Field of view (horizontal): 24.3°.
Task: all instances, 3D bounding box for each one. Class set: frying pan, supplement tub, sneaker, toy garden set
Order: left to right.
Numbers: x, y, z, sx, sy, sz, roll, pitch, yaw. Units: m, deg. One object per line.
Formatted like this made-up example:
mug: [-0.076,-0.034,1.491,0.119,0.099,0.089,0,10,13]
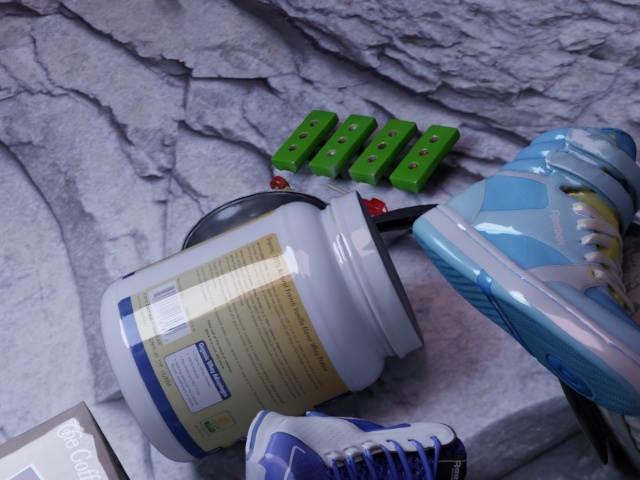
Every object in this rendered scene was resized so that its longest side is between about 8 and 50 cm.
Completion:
supplement tub: [-0.064,0.093,1.675,0.316,0.228,0.228,-23,38,6]
frying pan: [-0.015,0.018,1.836,0.197,0.326,0.053,-56,38,41]
toy garden set: [0.037,-0.079,1.961,0.244,0.049,0.204,12,51,38]
sneaker: [0.045,0.225,1.459,0.182,0.127,0.315,-1,0,16]
sneaker: [0.237,0.003,1.294,0.208,0.127,0.319,-40,41,-6]

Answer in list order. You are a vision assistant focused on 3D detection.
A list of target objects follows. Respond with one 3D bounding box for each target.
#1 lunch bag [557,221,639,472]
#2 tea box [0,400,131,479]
lunch bag: [0.315,0.118,1.410,0.169,0.235,0.287,-42,40,-13]
tea box: [-0.190,0.377,1.239,0.220,0.323,0.329,-26,38,-9]
